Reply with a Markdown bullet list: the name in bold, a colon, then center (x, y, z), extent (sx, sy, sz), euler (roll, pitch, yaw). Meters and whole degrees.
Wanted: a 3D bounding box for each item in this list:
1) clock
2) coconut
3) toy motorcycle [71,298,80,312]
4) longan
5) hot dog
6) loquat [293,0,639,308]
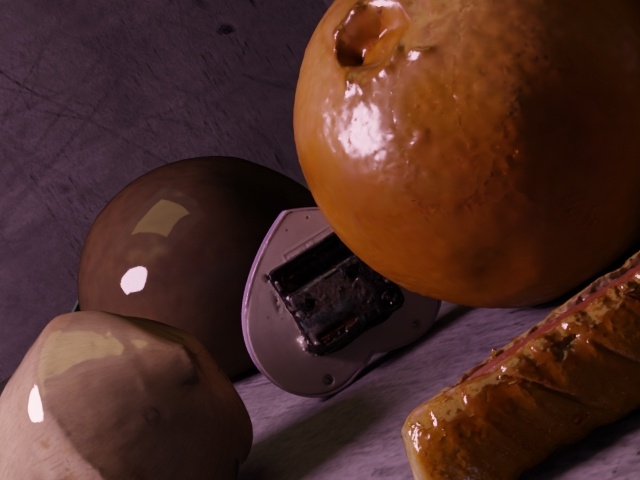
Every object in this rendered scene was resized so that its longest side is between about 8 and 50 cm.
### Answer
- **clock**: center (0.013, 0.045, 1.137), extent (0.198, 0.172, 0.064), euler (-32, 8, -10)
- **coconut**: center (-0.160, 0.155, 1.008), extent (0.224, 0.224, 0.224), euler (-31, 7, 4)
- **toy motorcycle**: center (-0.270, 0.123, 1.852), extent (0.200, 0.191, 0.326), euler (-27, -16, -48)
- **longan**: center (-0.133, 0.029, 1.466), extent (0.288, 0.288, 0.350), euler (-25, 1, 42)
- **hot dog**: center (0.175, 0.067, 0.719), extent (0.286, 0.088, 0.061), euler (-37, 6, 1)
- **loquat**: center (0.140, -0.101, 1.027), extent (0.328, 0.328, 0.328), euler (-31, 7, 4)
